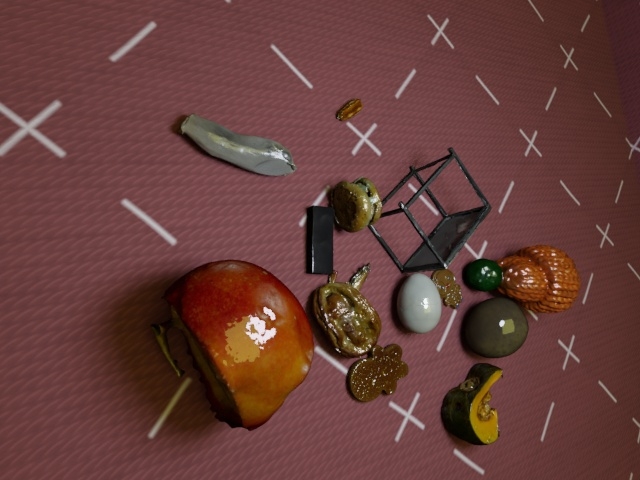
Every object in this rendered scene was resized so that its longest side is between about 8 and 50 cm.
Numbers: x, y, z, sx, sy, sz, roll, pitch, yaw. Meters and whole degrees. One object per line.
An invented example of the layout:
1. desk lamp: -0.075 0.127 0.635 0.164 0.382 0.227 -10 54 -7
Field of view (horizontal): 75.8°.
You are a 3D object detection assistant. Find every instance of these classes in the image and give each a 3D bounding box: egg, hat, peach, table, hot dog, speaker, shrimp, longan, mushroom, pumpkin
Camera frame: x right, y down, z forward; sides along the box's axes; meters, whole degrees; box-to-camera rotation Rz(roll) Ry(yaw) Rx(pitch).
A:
1. egg: 0.340 0.216 1.424 0.151 0.151 0.208 3 80 -29
2. hat: 0.789 0.134 1.612 0.401 0.285 0.284 10 78 -24
3. peach: -0.191 0.236 1.019 0.310 0.335 0.405 -33 94 -36
4. table: 0.374 -0.099 1.452 0.335 0.222 0.272 -45 104 -27
5. hot dog: 0.104 -0.464 1.465 0.122 0.037 0.049 -38 113 -23
6. speaker: 0.000 0.000 1.328 0.082 0.044 0.217 4 81 -29
7. shrimp: 0.092 0.124 1.367 0.124 0.034 0.178 39 76 -16
8. hot dog: 0.084 0.249 1.290 0.175 0.114 0.259 -39 103 -10
9. longan: 0.662 0.332 1.560 0.246 0.215 0.245 -10 125 -15
10. mushroom: -0.236 -0.273 1.210 0.352 0.097 0.109 15 75 -24
11. pumpkin: 0.583 0.607 1.508 0.281 0.139 0.189 -33 95 -26

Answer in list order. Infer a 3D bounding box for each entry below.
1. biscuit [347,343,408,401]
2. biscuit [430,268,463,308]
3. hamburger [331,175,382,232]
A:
1. biscuit: 0.190 0.439 1.371 0.237 0.039 0.179 -20 94 -29
2. biscuit: 0.491 0.184 1.585 0.175 0.026 0.124 50 64 -14
3. hamburger: 0.110 -0.123 1.338 0.114 0.177 0.185 -15 130 -26
